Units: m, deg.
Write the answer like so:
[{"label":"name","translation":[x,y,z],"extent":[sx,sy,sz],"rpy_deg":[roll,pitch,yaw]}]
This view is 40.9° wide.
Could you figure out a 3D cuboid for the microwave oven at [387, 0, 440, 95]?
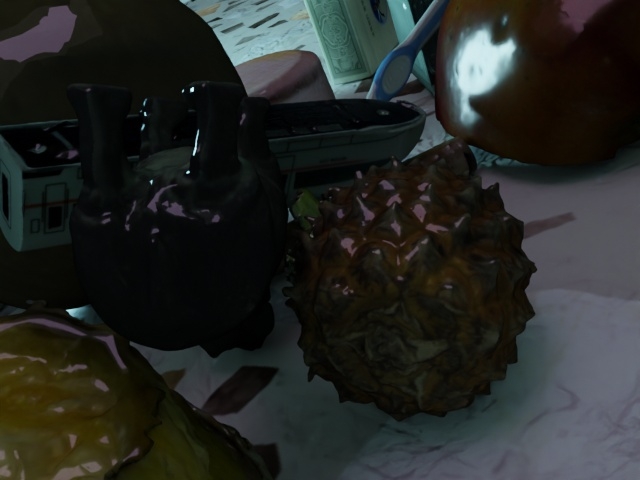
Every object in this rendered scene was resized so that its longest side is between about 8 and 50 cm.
[{"label":"microwave oven","translation":[0.201,-0.297,1.073],"extent":[0.208,0.162,0.122],"rpy_deg":[-22,32,-2]}]

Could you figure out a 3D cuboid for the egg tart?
[{"label":"egg tart","translation":[-0.185,0.143,0.453],"extent":[0.345,0.132,0.345],"rpy_deg":[-1,30,0]}]

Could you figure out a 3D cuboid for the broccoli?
[{"label":"broccoli","translation":[0.000,0.000,0.739],"extent":[0.097,0.092,0.095],"rpy_deg":[-43,8,-12]}]

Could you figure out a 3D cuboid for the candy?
[{"label":"candy","translation":[-0.099,-0.171,1.164],"extent":[0.255,0.094,0.255],"rpy_deg":[-20,25,9]}]

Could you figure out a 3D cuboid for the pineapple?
[{"label":"pineapple","translation":[0.063,0.019,0.573],"extent":[0.166,0.166,0.193],"rpy_deg":[-12,25,25]}]

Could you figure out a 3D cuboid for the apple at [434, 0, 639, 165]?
[{"label":"apple","translation":[0.285,-0.200,0.861],"extent":[0.329,0.295,0.365],"rpy_deg":[-57,14,22]}]

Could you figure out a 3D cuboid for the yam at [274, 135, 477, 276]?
[{"label":"yam","translation":[0.031,-0.027,0.822],"extent":[0.264,0.046,0.046],"rpy_deg":[-27,25,-11]}]

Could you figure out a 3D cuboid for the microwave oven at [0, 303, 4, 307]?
[{"label":"microwave oven","translation":[-0.545,-0.051,1.008],"extent":[0.286,0.355,0.218],"rpy_deg":[-4,31,38]}]

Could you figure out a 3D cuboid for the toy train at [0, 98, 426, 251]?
[{"label":"toy train","translation":[-0.071,-0.066,0.754],"extent":[0.407,0.088,0.086],"rpy_deg":[-11,34,-34]}]

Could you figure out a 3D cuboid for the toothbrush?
[{"label":"toothbrush","translation":[0.088,-0.194,0.960],"extent":[0.386,0.040,0.040],"rpy_deg":[-53,30,-5]}]

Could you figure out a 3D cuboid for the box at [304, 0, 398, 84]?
[{"label":"box","translation":[0.065,-0.370,1.334],"extent":[0.069,0.164,0.256],"rpy_deg":[-7,29,29]}]

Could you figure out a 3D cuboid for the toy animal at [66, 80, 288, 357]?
[{"label":"toy animal","translation":[-0.071,-0.009,0.573],"extent":[0.106,0.168,0.343],"rpy_deg":[-1,-9,2]}]

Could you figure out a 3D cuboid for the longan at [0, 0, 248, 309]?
[{"label":"longan","translation":[-0.246,-0.091,0.887],"extent":[0.361,0.361,0.361],"rpy_deg":[-19,25,9]}]
